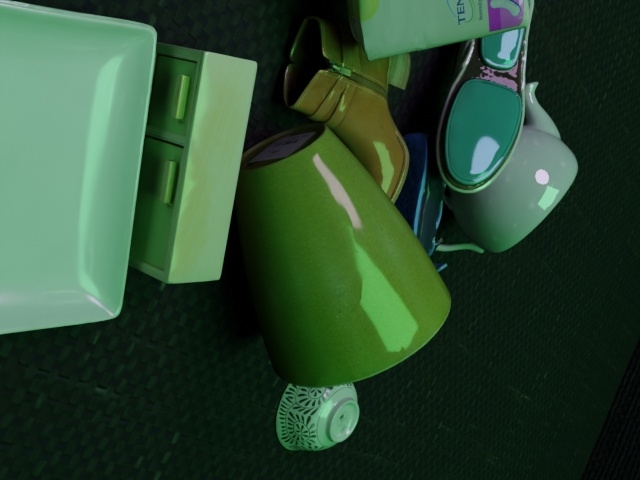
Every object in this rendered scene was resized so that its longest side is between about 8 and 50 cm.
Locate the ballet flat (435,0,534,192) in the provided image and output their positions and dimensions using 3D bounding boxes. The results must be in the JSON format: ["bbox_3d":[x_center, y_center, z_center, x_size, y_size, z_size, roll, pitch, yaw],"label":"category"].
[{"bbox_3d":[0.271,-0.257,1.387,0.139,0.139,0.400,28,72,-52],"label":"ballet flat"}]

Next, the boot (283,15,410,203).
[{"bbox_3d":[0.038,-0.173,1.189,0.220,0.109,0.283,2,102,-52],"label":"boot"}]

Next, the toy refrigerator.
[{"bbox_3d":[-0.164,-0.092,0.988,0.094,0.102,0.269,-1,107,-50],"label":"toy refrigerator"}]

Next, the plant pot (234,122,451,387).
[{"bbox_3d":[0.000,0.000,1.133,0.275,0.275,0.293,-39,116,-34],"label":"plant pot"}]

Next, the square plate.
[{"bbox_3d":[-0.333,-0.069,0.836,0.344,0.049,0.347,-4,109,-50],"label":"square plate"}]

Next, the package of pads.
[{"bbox_3d":[0.131,-0.387,1.027,0.101,0.229,0.296,-95,173,-57],"label":"package of pads"}]

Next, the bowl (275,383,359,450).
[{"bbox_3d":[0.011,0.287,1.383,0.170,0.080,0.170,-23,122,-42],"label":"bowl"}]

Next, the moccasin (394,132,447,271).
[{"bbox_3d":[0.159,-0.005,1.385,0.117,0.138,0.342,14,95,-44],"label":"moccasin"}]

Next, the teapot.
[{"bbox_3d":[0.311,-0.112,1.469,0.256,0.187,0.252,-52,-176,-39],"label":"teapot"}]
